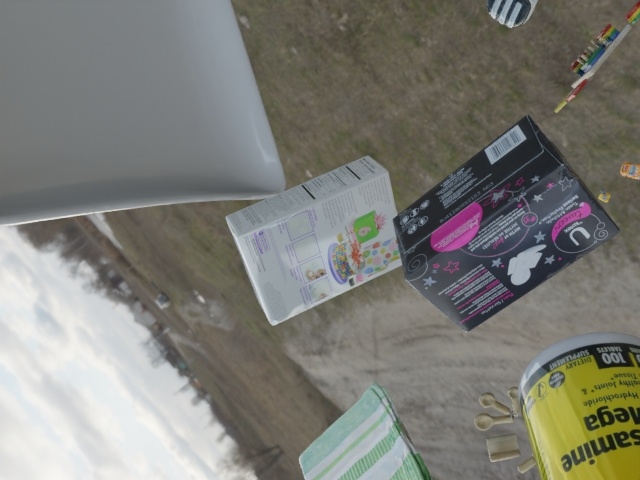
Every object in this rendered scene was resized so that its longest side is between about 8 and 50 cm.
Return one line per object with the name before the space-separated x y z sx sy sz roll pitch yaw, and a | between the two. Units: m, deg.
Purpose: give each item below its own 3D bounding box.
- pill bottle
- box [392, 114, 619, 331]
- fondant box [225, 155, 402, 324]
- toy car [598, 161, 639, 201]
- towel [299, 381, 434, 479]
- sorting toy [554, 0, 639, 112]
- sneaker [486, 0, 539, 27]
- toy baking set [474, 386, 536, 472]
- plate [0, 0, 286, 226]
pill bottle | 0.344 0.276 0.723 0.334 0.188 0.188 -89 -25 -53
box | 0.244 -0.021 0.914 0.142 0.247 0.163 41 -156 -24
fondant box | 0.000 0.000 1.374 0.096 0.330 0.238 -128 18 -54
toy car | 0.709 -0.134 1.560 0.122 0.041 0.060 -65 35 25
towel | 0.080 0.444 1.238 0.038 0.248 0.325 40 -171 -29
sorting toy | 0.614 -0.416 1.494 0.046 0.274 0.132 39 -179 4
sneaker | 0.377 -0.499 1.084 0.106 0.162 0.281 39 151 8
toy baking set | 0.413 0.334 1.257 0.196 0.256 0.030 50 -167 -16
plate | -0.153 -0.145 0.413 0.045 0.277 0.278 -21 86 33
